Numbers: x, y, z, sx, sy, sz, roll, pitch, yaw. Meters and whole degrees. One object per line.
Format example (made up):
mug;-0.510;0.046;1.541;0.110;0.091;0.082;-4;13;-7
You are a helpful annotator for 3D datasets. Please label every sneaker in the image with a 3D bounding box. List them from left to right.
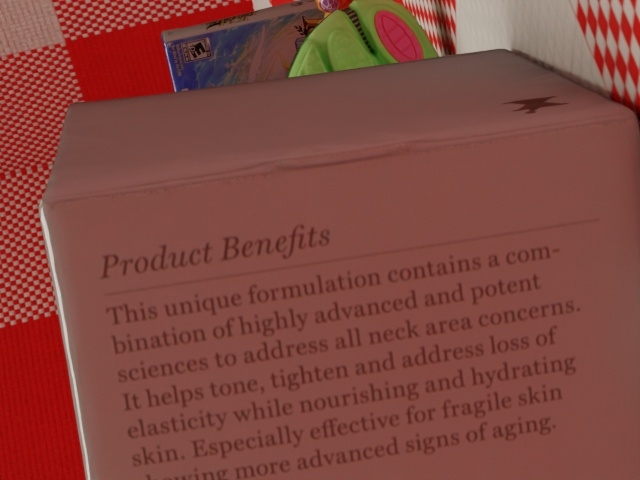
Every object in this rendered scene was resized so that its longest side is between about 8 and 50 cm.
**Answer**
sneaker;0.053;0.001;1.523;0.202;0.185;0.482;-118;16;-62

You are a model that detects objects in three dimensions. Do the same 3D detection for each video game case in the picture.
video game case;-0.048;-0.153;2.014;0.061;0.244;0.269;-116;13;-69

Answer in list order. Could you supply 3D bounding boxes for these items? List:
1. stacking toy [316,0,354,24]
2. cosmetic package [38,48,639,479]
stacking toy;-0.016;-0.342;1.775;0.165;0.175;0.301;-104;-9;-57
cosmetic package;0.020;0.104;1.042;0.327;0.330;0.393;-115;18;-76
